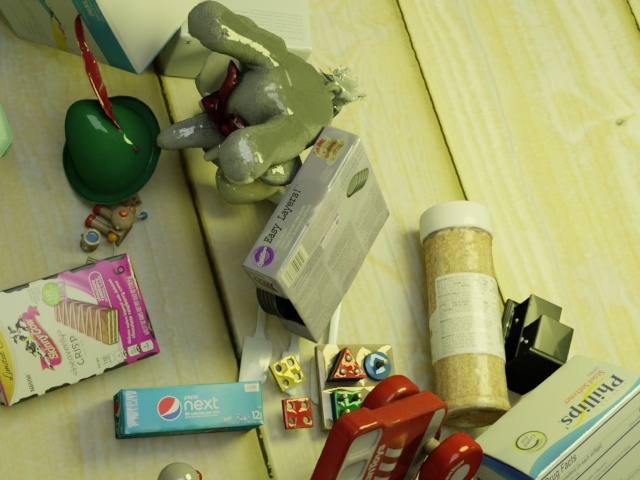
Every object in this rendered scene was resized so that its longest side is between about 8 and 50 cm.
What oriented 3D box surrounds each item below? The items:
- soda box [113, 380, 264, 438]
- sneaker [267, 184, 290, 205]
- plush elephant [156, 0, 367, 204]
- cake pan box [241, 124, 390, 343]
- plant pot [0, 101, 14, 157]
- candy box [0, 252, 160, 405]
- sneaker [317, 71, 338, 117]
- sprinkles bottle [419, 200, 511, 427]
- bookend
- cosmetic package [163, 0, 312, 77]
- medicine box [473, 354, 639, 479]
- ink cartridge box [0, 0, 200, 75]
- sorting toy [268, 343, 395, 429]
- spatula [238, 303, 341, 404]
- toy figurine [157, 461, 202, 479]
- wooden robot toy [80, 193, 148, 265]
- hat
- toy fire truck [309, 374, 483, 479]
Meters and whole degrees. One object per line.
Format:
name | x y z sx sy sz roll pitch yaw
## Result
soda box | -0.193 0.248 1.782 0.210 0.071 0.067 0 75 -20
sneaker | -0.046 -0.085 1.970 0.080 0.094 0.212 -30 80 -26
plush elephant | -0.123 -0.187 1.848 0.330 0.255 0.272 -9 78 -51
cake pan box | 0.000 0.000 1.828 0.070 0.246 0.267 21 72 26
plant pot | -0.591 -0.149 1.727 0.252 0.248 0.247 39 59 -19
candy box | -0.368 0.126 1.753 0.233 0.071 0.159 -19 92 -25
sneaker | -0.065 -0.221 2.033 0.226 0.163 0.086 -15 93 16
sprinkles bottle | 0.231 0.116 1.960 0.121 0.121 0.355 6 64 -17
bookend | 0.350 0.150 1.975 0.072 0.157 0.156 25 62 -9
cosmetic package | -0.144 -0.391 2.044 0.224 0.138 0.225 4 65 -18
medicine box | 0.386 0.368 1.821 0.263 0.149 0.289 -34 118 -28
ink cartridge box | -0.357 -0.415 1.871 0.270 0.197 0.198 20 64 29
sorting toy | 0.056 0.222 1.881 0.274 0.046 0.132 2 72 -24
spatula | -0.034 0.135 1.926 0.168 0.019 0.242 11 63 -9
toy figurine | -0.156 0.425 1.677 0.213 0.148 0.210 20 62 -11
wooden robot toy | -0.318 -0.026 1.856 0.076 0.079 0.173 32 60 -5
hat | -0.355 -0.178 1.815 0.173 0.183 0.208 -27 65 10
toy fire truck | 0.063 0.340 1.701 0.254 0.302 0.169 -9 41 -44
